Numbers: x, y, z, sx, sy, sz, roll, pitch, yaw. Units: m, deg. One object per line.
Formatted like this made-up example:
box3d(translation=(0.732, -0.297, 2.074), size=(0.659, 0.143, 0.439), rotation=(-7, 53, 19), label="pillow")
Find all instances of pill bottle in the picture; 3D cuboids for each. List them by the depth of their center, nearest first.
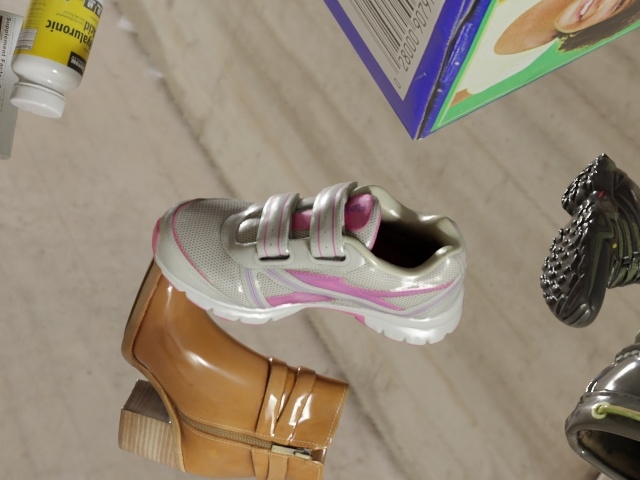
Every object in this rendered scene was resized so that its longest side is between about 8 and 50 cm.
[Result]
box3d(translation=(-0.240, -0.172, 1.081), size=(0.065, 0.116, 0.065), rotation=(14, 172, 2), label="pill bottle")

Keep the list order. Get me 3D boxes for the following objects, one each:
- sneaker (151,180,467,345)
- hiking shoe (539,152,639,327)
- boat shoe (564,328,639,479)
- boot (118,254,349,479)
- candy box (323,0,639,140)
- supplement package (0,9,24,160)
box3d(translation=(0.000, 0.000, 0.916), size=(0.252, 0.111, 0.103), rotation=(7, -129, -10), label="sneaker")
box3d(translation=(0.286, 0.010, 1.158), size=(0.114, 0.086, 0.227), rotation=(32, -135, -5), label="hiking shoe")
box3d(translation=(0.192, 0.110, 0.434), size=(0.068, 0.081, 0.227), rotation=(-41, -131, -17), label="boat shoe")
box3d(translation=(-0.080, 0.129, 1.179), size=(0.220, 0.284, 0.109), rotation=(12, -151, 3), label="boot")
box3d(translation=(0.104, -0.229, 0.416), size=(0.317, 0.122, 0.268), rotation=(-28, -102, -13), label="candy box")
box3d(translation=(-0.431, -0.169, 1.212), size=(0.203, 0.149, 0.194), rotation=(12, 174, -36), label="supplement package")
